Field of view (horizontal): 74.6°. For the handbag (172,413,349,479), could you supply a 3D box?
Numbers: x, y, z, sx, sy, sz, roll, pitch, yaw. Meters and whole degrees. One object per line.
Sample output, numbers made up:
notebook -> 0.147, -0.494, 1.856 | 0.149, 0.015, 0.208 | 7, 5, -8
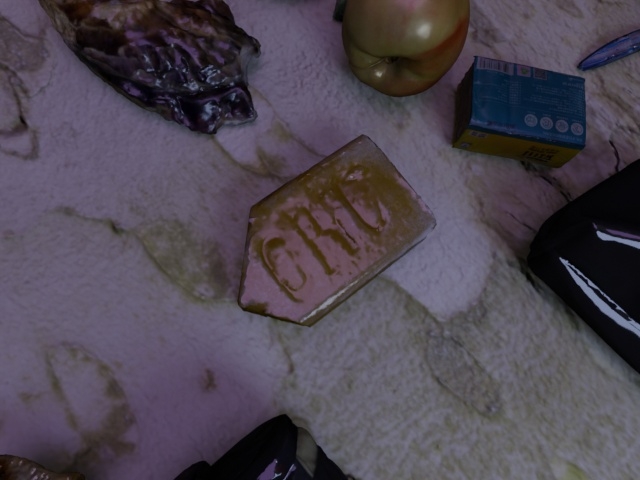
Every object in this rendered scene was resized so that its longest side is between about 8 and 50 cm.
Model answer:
handbag -> -0.083, 0.298, 0.392 | 0.254, 0.181, 0.182 | -36, 88, -15

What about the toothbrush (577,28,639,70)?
toothbrush -> 0.605, -0.366, 0.715 | 0.412, 0.042, 0.035 | -24, 68, -10

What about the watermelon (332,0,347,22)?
watermelon -> 0.093, -0.428, 0.657 | 0.121, 0.098, 0.159 | 10, 70, -3

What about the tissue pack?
tissue pack -> 0.283, -0.181, 0.608 | 0.169, 0.082, 0.120 | 10, 75, -3

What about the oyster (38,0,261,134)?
oyster -> -0.218, -0.276, 0.583 | 0.270, 0.100, 0.276 | -18, 72, -25

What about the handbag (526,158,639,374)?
handbag -> 0.474, 0.037, 0.541 | 0.342, 0.152, 0.288 | 46, 59, 7

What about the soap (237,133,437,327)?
soap -> 0.000, 0.000, 0.532 | 0.257, 0.080, 0.160 | -36, 80, -14

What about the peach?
peach -> 0.119, -0.298, 0.579 | 0.183, 0.184, 0.185 | 1, 74, -5

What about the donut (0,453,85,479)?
donut -> -0.334, 0.339, 0.383 | 0.112, 0.151, 0.295 | 27, 60, 17
